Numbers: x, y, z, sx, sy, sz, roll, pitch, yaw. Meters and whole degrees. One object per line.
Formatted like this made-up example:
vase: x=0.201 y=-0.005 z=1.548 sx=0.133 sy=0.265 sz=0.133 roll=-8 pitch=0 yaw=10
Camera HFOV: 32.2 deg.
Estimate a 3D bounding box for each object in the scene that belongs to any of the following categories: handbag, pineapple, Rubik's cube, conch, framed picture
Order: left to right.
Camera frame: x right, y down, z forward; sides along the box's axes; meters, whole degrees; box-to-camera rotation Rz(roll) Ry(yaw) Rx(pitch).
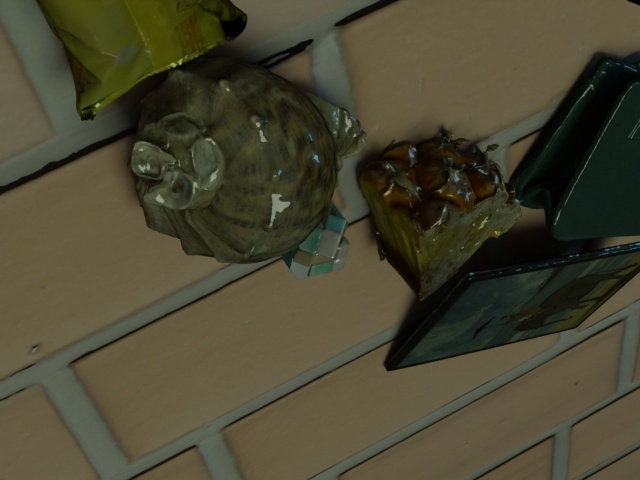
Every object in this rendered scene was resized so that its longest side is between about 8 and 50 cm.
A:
conch: x=-0.058 y=-0.057 z=1.017 sx=0.291 sy=0.159 sz=0.210 roll=2 pitch=130 yaw=-42
Rubik's cube: x=-0.002 y=-0.001 z=1.199 sx=0.084 sy=0.073 sz=0.075 roll=-24 pitch=144 yaw=-11
pineapple: x=0.136 y=-0.024 z=1.251 sx=0.236 sy=0.114 sz=0.186 roll=7 pitch=127 yaw=-47
framed picture: x=0.280 y=0.087 z=1.509 sx=0.347 sy=0.016 sz=0.265 roll=-8 pitch=152 yaw=-28
handbag: x=0.412 y=-0.110 z=1.390 sx=0.326 sy=0.089 sz=0.238 roll=-1 pitch=131 yaw=-39

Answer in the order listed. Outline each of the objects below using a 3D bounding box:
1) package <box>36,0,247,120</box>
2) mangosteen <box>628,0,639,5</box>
package: x=-0.151 y=-0.199 z=0.838 sx=0.168 sy=0.090 sz=0.226 roll=-32 pitch=148 yaw=-8
mangosteen: x=0.352 y=-0.330 z=0.939 sx=0.297 sy=0.293 sz=0.297 roll=-6 pitch=165 yaw=-2
